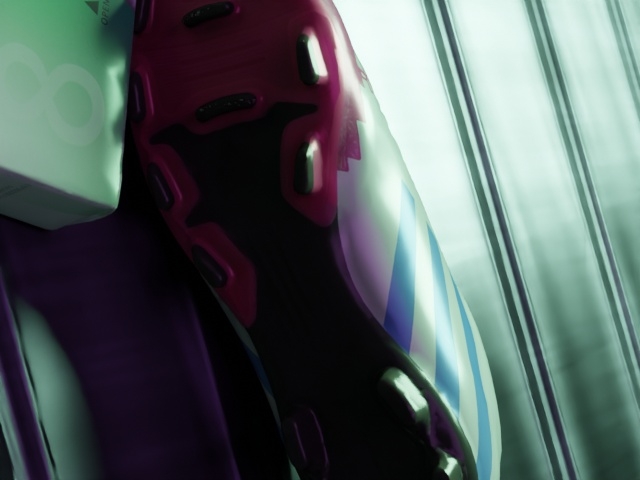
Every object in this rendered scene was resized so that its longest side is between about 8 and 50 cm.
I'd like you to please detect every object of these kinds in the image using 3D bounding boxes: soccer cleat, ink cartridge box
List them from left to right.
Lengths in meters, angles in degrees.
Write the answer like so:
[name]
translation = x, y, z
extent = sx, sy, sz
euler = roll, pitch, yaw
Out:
[ink cartridge box]
translation = -0.175, -0.120, 0.478
extent = 0.225, 0.056, 0.181
euler = 23, 60, -43
[soccer cleat]
translation = 0.000, 0.000, 0.603
extent = 0.331, 0.116, 0.143
euler = 70, 19, 1
